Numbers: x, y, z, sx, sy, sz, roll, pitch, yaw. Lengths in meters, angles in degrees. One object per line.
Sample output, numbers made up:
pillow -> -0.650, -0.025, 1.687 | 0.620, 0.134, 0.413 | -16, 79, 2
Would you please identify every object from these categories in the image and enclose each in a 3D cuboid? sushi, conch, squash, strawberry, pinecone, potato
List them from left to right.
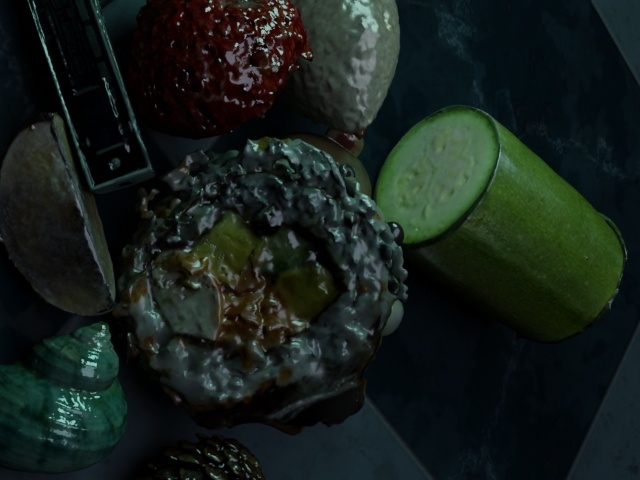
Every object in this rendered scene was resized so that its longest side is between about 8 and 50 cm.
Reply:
potato -> -0.340, -0.030, 1.744 | 0.100, 0.120, 0.261 | -69, 143, -80
conch -> -0.323, 0.194, 1.696 | 0.196, 0.134, 0.202 | 35, 64, -39
pinecone -> -0.164, 0.356, 1.806 | 0.204, 0.184, 0.179 | -40, 96, -30
strawberry -> -0.154, -0.259, 1.814 | 0.274, 0.274, 0.220 | -47, 111, -36
sushi -> -0.084, 0.057, 1.831 | 0.417, 0.176, 0.418 | -1, 98, -5
squash -> 0.294, -0.019, 2.241 | 0.384, 0.263, 0.263 | 34, 64, -38

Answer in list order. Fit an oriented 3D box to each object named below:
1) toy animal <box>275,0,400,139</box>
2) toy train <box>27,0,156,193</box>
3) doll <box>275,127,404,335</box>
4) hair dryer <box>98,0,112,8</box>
toy animal -> 0.003, -0.300, 1.987 | 0.188, 0.226, 0.359 | 20, 53, -48
toy train -> -0.311, -0.264, 1.757 | 0.088, 0.086, 0.407 | 38, 34, -87
doll -> 0.000, 0.000, 2.007 | 0.235, 0.174, 0.330 | -20, 104, -11
hair dryer -> -0.245, -0.356, 1.875 | 0.248, 0.070, 0.114 | -48, 118, -32
